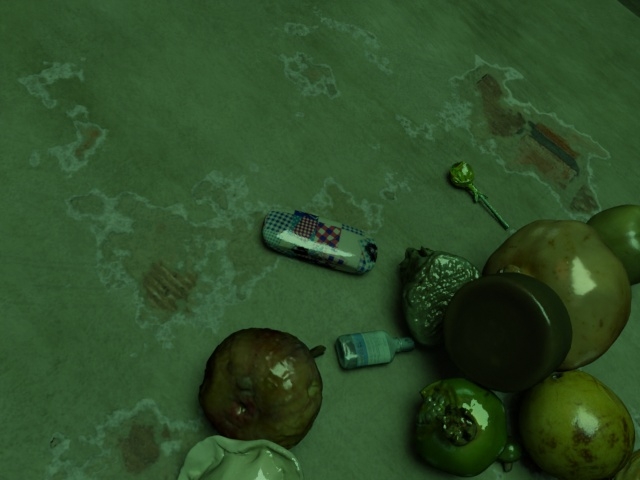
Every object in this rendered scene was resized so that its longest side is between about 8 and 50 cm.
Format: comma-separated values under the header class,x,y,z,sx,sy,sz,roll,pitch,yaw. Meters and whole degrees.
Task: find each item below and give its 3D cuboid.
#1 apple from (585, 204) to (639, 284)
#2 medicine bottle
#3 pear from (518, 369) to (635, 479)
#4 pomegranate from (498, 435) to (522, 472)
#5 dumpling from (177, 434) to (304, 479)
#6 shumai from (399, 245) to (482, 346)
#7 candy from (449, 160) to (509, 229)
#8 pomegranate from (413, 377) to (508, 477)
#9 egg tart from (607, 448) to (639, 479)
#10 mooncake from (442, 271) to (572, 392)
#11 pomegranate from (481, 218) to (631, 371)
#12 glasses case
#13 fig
class,x,y,z,sx,sy,sz,roll,pitch,yaw
apple,0.923,0.020,2.003,0.262,0.262,0.262,8,60,-14
medicine bottle,0.144,0.278,1.695,0.208,0.054,0.090,-3,63,-24
pear,0.633,0.462,1.635,0.280,0.281,0.281,8,60,-14
pomegranate,0.478,0.537,1.659,0.073,0.073,0.085,-36,96,-31
dumpling,-0.176,0.518,1.371,0.318,0.187,0.243,-47,65,6
shumai,0.315,0.149,1.773,0.225,0.222,0.261,4,92,-6
candy,0.500,-0.137,2.051,0.077,0.073,0.262,-39,86,-13
pomegranate,0.329,0.435,1.532,0.235,0.302,0.236,-2,74,6
egg tart,0.871,0.736,1.617,0.443,0.178,0.443,7,61,-13
mooncake,0.442,0.212,1.551,0.155,0.284,0.284,-11,64,-48
pomegranate,0.605,0.144,1.733,0.411,0.411,0.412,8,60,-14
glasses case,0.000,0.000,1.786,0.327,0.076,0.125,17,57,-10
fig,-0.087,0.326,1.523,0.286,0.286,0.368,55,29,14
